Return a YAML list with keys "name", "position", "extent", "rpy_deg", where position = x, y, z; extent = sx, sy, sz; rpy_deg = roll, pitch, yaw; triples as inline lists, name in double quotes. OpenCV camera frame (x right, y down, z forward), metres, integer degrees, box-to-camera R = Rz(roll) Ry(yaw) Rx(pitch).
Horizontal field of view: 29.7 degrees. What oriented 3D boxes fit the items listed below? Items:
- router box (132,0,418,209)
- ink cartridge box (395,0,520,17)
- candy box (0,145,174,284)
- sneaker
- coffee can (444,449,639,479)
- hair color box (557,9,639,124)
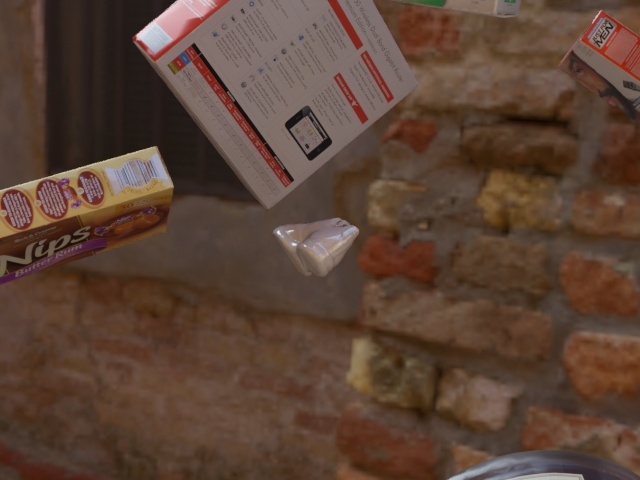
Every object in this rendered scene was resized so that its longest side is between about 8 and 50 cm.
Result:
- name: "router box"
  position: [-0.052, -0.251, 1.722]
  extent: [0.082, 0.301, 0.335]
  rpy_deg: [47, -6, 45]
- name: "ink cartridge box"
  position: [0.169, -0.390, 1.452]
  extent: [0.056, 0.224, 0.181]
  rpy_deg: [-10, 21, -43]
- name: "candy box"
  position: [-0.240, -0.023, 1.165]
  extent: [0.187, 0.053, 0.109]
  rpy_deg: [-19, -19, -20]
- name: "sneaker"
  position: [0.000, 0.000, 1.763]
  extent: [0.094, 0.080, 0.212]
  rpy_deg: [-39, 17, -11]
- name: "coffee can"
  position: [0.143, 0.275, 0.658]
  extent: [0.202, 0.201, 0.275]
  rpy_deg: [3, 24, -4]
- name: "hair color box"
  position: [0.376, -0.192, 1.441]
  extent: [0.167, 0.053, 0.093]
  rpy_deg: [36, -13, 3]
